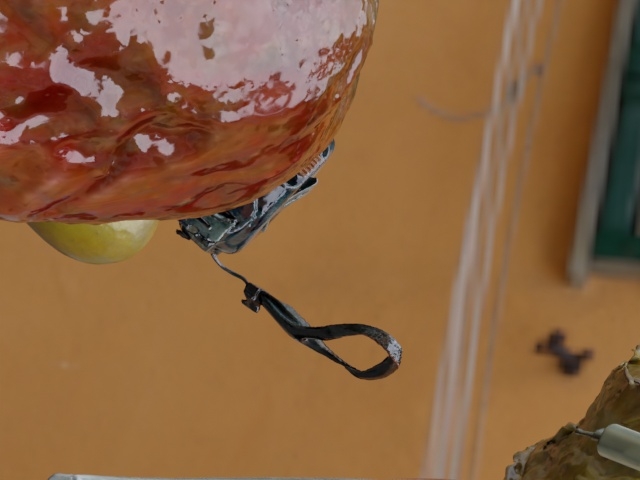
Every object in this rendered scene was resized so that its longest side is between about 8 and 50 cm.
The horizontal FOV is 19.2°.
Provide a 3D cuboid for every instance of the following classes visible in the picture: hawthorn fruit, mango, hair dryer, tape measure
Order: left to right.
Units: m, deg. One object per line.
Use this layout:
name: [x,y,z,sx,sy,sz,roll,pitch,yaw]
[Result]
mango: [-0.186,-0.060,1.348,0.195,0.092,0.130,37,40,-49]
hawthorn fruit: [-0.100,-0.122,0.857,0.262,0.258,0.258,-20,119,-39]
tape measure: [0.001,0.002,1.080,0.107,0.180,0.104,-46,164,-11]
hair dryer: [0.172,0.111,0.923,0.063,0.124,0.038,-13,115,-45]

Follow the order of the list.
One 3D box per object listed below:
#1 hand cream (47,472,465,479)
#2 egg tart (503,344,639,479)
hand cream: [-0.019,0.204,1.264,0.078,0.341,0.124,-125,-141,-63]
egg tart: [0.256,0.129,1.143,0.295,0.295,0.116,-33,124,-70]
